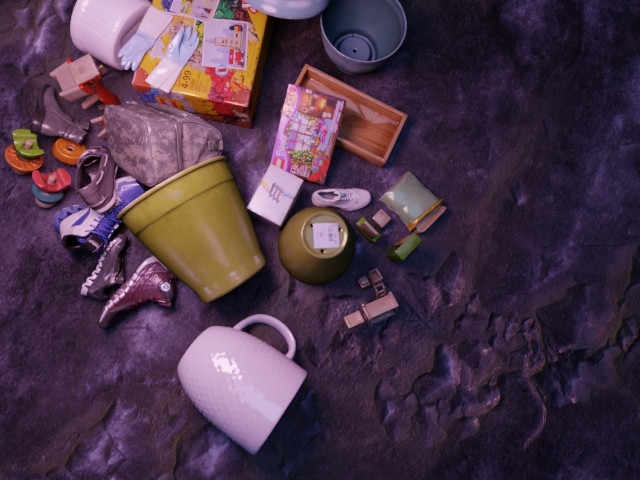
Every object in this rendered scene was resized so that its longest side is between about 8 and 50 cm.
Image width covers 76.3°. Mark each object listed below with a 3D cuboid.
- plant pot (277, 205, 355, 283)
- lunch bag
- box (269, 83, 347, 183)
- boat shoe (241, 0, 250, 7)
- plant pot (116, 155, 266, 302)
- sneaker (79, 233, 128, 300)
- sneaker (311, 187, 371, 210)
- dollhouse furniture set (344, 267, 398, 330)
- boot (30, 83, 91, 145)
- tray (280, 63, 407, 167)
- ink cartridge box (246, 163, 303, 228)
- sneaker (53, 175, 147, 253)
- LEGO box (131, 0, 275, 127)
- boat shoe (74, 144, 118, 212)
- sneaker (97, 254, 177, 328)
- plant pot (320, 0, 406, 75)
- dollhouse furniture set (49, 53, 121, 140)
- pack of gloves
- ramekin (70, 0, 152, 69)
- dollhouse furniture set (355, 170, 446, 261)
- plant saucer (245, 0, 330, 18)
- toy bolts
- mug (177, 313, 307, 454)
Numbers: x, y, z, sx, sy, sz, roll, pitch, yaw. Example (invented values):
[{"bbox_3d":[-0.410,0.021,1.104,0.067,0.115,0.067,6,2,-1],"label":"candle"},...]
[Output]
[{"bbox_3d":[0.000,0.000,1.298,0.275,0.293,0.275,1,82,-5],"label":"plant pot"},{"bbox_3d":[-0.487,-0.317,1.277,0.256,0.305,0.212,-21,126,-44],"label":"lunch bag"},{"bbox_3d":[-0.045,-0.361,1.400,0.201,0.057,0.293,15,108,-3],"label":"box"},{"bbox_3d":[-0.186,-0.771,1.318,0.137,0.049,0.043,1,125,-10],"label":"boat shoe"},{"bbox_3d":[-0.354,-0.014,1.261,0.366,0.366,0.353,-33,98,-9],"label":"plant pot"},{"bbox_3d":[-0.677,0.095,1.333,0.106,0.078,0.234,30,84,-4],"label":"sneaker"},{"bbox_3d":[0.078,-0.150,1.426,0.212,0.094,0.080,-2,81,-6],"label":"sneaker"},{"bbox_3d":[0.148,0.211,1.405,0.182,0.101,0.161,-22,61,-7],"label":"dollhouse furniture set"},{"bbox_3d":[-0.865,-0.415,1.375,0.161,0.083,0.246,13,43,-36],"label":"boot"},{"bbox_3d":[0.084,-0.447,1.478,0.411,0.076,0.203,26,81,-3],"label":"tray"},{"bbox_3d":[-0.152,-0.144,1.386,0.127,0.128,0.176,28,80,-1],"label":"ink cartridge box"},{"bbox_3d":[-0.684,-0.056,1.291,0.315,0.127,0.182,-29,53,-2],"label":"sneaker"},{"bbox_3d":[-0.376,-0.685,1.403,0.372,0.193,0.500,10,82,-5],"label":"LEGO box"},{"bbox_3d":[-0.708,-0.224,1.276,0.112,0.095,0.335,-30,50,-1],"label":"boat shoe"},{"bbox_3d":[-0.569,0.198,1.315,0.162,0.106,0.281,37,80,-3],"label":"sneaker"},{"bbox_3d":[0.135,-0.720,1.455,0.293,0.196,0.293,1,82,-6],"label":"plant pot"},{"bbox_3d":[-0.710,-0.477,1.311,0.135,0.259,0.262,-26,87,1],"label":"dollhouse furniture set"},{"bbox_3d":[-0.502,-0.603,1.259,0.195,0.046,0.232,28,81,-2],"label":"pack of gloves"},{"bbox_3d":[-0.665,-0.706,1.344,0.135,0.277,0.277,33,81,-7],"label":"ramekin"},{"bbox_3d":[0.296,-0.098,1.411,0.197,0.151,0.301,45,81,2],"label":"dollhouse furniture set"},{"bbox_3d":[-0.118,-0.834,1.309,0.317,0.044,0.317,5,63,-10],"label":"plant saucer"},{"bbox_3d":[-0.894,-0.223,1.349,0.218,0.158,0.228,-10,69,-47],"label":"toy bolts"},{"bbox_3d":[-0.225,0.393,1.261,0.328,0.276,0.374,34,50,7],"label":"mug"}]
